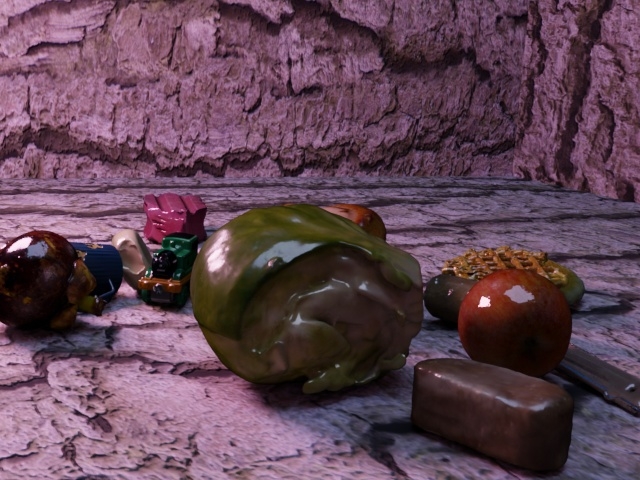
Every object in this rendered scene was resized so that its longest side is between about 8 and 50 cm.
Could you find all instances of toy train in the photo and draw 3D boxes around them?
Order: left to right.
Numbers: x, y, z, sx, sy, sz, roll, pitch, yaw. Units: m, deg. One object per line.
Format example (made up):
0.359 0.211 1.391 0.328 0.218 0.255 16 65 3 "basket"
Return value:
-0.306 0.058 1.896 0.091 0.136 0.227 5 9 8 "toy train"

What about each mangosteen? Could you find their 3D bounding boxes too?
-0.495 0.086 1.655 0.217 0.192 0.192 34 8 -9 "mangosteen"

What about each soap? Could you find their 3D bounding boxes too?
-0.401 -0.060 2.518 0.182 0.112 0.289 0 12 -16 "soap"

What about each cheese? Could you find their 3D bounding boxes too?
-0.400 0.043 1.995 0.064 0.137 0.227 -23 0 -4 "cheese"

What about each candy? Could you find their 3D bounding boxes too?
0.230 0.232 1.254 0.102 0.104 0.234 -6 14 -43 "candy"

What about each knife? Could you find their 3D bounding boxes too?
0.439 0.220 1.560 0.089 0.043 0.365 -35 27 -15 "knife"

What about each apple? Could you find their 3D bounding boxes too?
0.326 0.143 1.525 0.188 0.188 0.174 2 19 -7 "apple"

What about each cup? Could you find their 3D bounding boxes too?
-0.481 0.075 1.834 0.155 0.131 0.176 -2 42 -44 "cup"

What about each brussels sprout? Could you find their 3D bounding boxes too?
-0.025 0.087 1.476 0.371 0.276 0.315 1 15 -16 "brussels sprout"

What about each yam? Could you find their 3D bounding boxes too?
0.338 0.131 1.800 0.259 0.106 0.106 11 14 38 "yam"

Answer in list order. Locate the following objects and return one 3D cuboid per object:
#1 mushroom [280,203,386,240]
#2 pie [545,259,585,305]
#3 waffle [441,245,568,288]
-0.027 0.013 1.839 0.345 0.260 0.345 -17 23 7 "mushroom"
0.457 0.100 2.099 0.323 0.070 0.323 3 17 -1 "pie"
0.416 0.067 2.002 0.291 0.051 0.291 3 17 -1 "waffle"
